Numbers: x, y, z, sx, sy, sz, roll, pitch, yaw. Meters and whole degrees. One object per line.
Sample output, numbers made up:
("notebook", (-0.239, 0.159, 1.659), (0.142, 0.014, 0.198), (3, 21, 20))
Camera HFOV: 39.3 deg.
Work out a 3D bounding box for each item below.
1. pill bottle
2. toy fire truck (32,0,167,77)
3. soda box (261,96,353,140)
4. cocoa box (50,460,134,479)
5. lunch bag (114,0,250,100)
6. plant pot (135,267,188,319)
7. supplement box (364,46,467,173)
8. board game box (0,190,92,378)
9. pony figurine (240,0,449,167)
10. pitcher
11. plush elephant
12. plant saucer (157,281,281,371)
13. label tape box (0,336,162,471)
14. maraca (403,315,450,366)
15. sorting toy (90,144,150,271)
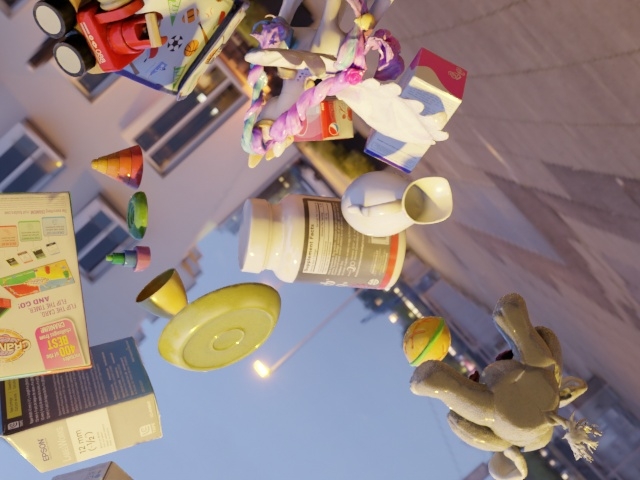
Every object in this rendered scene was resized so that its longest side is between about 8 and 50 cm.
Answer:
("pill bottle", (0.000, 0.000, 2.096), (0.363, 0.210, 0.210), (5, -166, -13))
("toy fire truck", (-0.285, -0.332, 1.208), (0.246, 0.158, 0.217), (1, 127, 34))
("soda box", (-0.034, -0.267, 1.993), (0.263, 0.083, 0.092), (7, 105, 57))
("cocoa box", (-0.489, 0.723, 2.086), (0.347, 0.231, 0.228), (51, -144, -26))
("lunch bag", (-0.379, -0.554, 2.317), (0.239, 0.328, 0.385), (43, -168, 26))
("plant pot", (-0.404, 0.151, 2.352), (0.095, 0.134, 0.134), (51, 180, -19))
("supplement box", (0.192, -0.261, 1.814), (0.114, 0.220, 0.111), (25, -134, -7))
("board game box", (-0.533, 0.078, 1.526), (0.064, 0.242, 0.316), (-20, 76, 54))
("pony figurine", (0.018, -0.279, 1.350), (0.303, 0.363, 0.351), (25, 170, -29))
("pitcher", (0.113, -0.066, 1.665), (0.207, 0.178, 0.125), (0, 97, 54))
("plush elephant", (0.363, 0.306, 1.691), (0.330, 0.272, 0.255), (41, 164, 16))
("plant saucer", (-0.173, 0.167, 1.617), (0.037, 0.241, 0.241), (59, -173, 31))
("label tape box", (-0.507, 0.328, 1.755), (0.249, 0.348, 0.115), (-135, 33, -61))
("maraca", (0.237, 0.223, 2.002), (0.099, 0.127, 0.185), (38, -174, 0))
("sorting toy", (-0.517, -0.088, 2.292), (0.126, 0.127, 0.365), (3, -120, -26))
